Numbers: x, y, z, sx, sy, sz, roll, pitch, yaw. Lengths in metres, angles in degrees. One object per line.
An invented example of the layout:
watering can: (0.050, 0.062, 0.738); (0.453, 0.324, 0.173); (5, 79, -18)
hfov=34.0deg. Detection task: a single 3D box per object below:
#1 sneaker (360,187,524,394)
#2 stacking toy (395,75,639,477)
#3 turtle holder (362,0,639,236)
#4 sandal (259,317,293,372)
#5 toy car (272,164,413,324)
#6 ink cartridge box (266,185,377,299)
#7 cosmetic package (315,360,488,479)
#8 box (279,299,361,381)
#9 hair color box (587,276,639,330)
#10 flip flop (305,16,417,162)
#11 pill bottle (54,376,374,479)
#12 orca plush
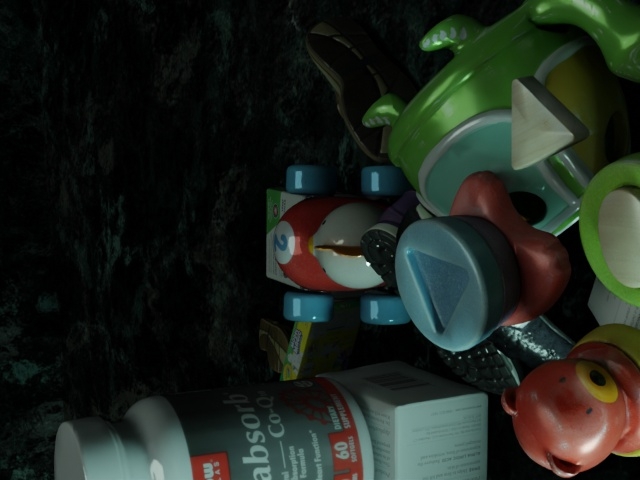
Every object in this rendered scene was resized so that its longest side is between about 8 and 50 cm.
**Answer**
sneaker: (0.181, 0.059, 1.275); (0.283, 0.124, 0.107); (53, 149, -16)
stacking toy: (0.185, 0.032, 0.916); (0.309, 0.130, 0.279); (44, 138, 39)
turtle holder: (0.231, -0.136, 1.114); (0.320, 0.243, 0.227); (-40, 77, 19)
sandal: (-0.067, 0.176, 1.809); (0.180, 0.049, 0.072); (-147, 63, -71)
toy car: (0.030, 0.005, 1.381); (0.238, 0.210, 0.219); (-3, -85, -83)
ink cartridge box: (0.000, 0.000, 1.628); (0.208, 0.087, 0.153); (14, 106, 58)
cosmetic package: (0.105, 0.379, 1.427); (0.217, 0.156, 0.385); (12, 105, 59)
box: (0.000, 0.171, 1.627); (0.043, 0.105, 0.179); (42, 128, 42)
hair color box: (0.361, 0.104, 0.900); (0.347, 0.105, 0.174); (-107, 17, -49)
flip flop: (0.059, -0.213, 1.504); (0.080, 0.112, 0.277); (83, 161, -53)
pill bottle: (-0.134, 0.291, 1.312); (0.210, 0.363, 0.210); (12, 103, 62)
orca plush: (0.182, 0.089, 1.176); (0.102, 0.287, 0.151); (-48, 17, 11)
